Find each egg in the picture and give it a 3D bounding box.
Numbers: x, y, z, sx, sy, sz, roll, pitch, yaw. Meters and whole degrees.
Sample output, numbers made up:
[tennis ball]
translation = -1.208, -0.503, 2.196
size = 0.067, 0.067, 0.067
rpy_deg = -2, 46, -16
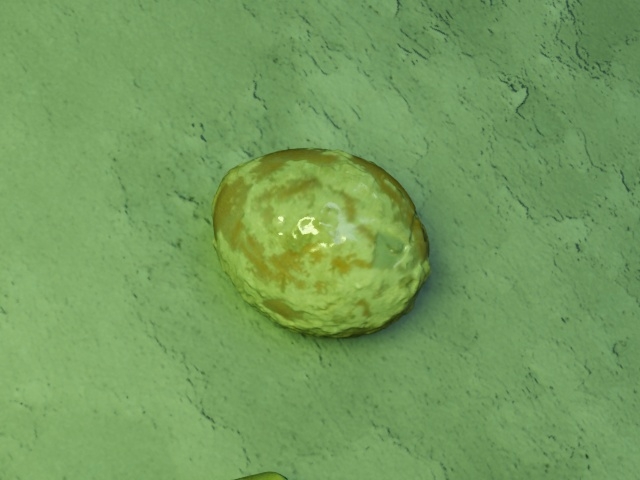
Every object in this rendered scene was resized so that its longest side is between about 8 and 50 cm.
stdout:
[egg]
translation = 0.000, 0.000, 1.475
size = 0.233, 0.195, 0.195
rpy_deg = 31, 61, 3

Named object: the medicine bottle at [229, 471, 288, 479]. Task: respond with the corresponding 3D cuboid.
[medicine bottle]
translation = -0.174, 0.310, 1.298
size = 0.322, 0.151, 0.151
rpy_deg = -8, 72, -24
